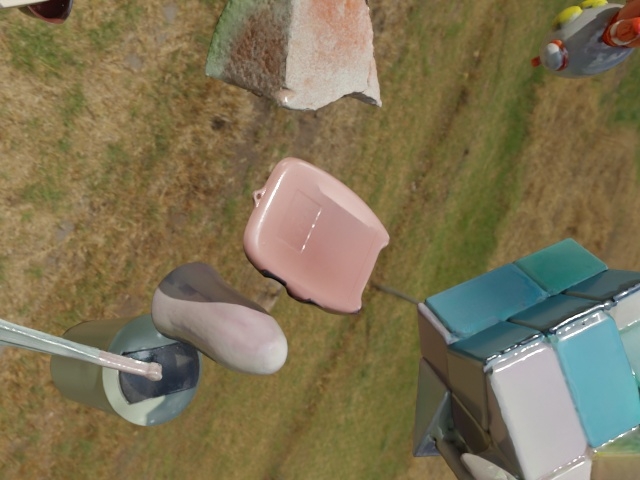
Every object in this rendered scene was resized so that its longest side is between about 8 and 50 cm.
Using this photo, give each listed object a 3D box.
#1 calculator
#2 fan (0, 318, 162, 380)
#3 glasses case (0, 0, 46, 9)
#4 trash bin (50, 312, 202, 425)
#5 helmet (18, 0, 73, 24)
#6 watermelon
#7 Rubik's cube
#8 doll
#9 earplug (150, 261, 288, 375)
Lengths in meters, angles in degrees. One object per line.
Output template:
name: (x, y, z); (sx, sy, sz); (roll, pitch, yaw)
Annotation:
calculator: (0.000, 0.000, 1.148); (0.329, 0.048, 0.220); (34, 76, -41)
fan: (-0.339, 0.134, 0.863); (0.281, 0.023, 0.057); (17, 121, -16)
glasses case: (-0.669, -0.487, 1.238); (0.336, 0.076, 0.144); (-33, 121, -45)
trash bin: (-0.517, 0.334, 1.794); (0.280, 0.431, 0.281); (6, 81, -43)
helmet: (-0.659, -0.573, 1.547); (0.155, 0.106, 0.175); (-25, 104, -58)
watermelon: (-0.027, -0.274, 0.887); (0.193, 0.310, 0.232); (-15, 85, -42)
Rubik's cube: (0.315, 0.213, 0.941); (0.387, 0.358, 0.368); (-22, 127, -11)
doll: (0.414, -0.296, 0.915); (0.199, 0.336, 0.106); (-29, 98, -24)
earplug: (-0.175, 0.167, 1.283); (0.172, 0.301, 0.173); (-19, 119, -38)
